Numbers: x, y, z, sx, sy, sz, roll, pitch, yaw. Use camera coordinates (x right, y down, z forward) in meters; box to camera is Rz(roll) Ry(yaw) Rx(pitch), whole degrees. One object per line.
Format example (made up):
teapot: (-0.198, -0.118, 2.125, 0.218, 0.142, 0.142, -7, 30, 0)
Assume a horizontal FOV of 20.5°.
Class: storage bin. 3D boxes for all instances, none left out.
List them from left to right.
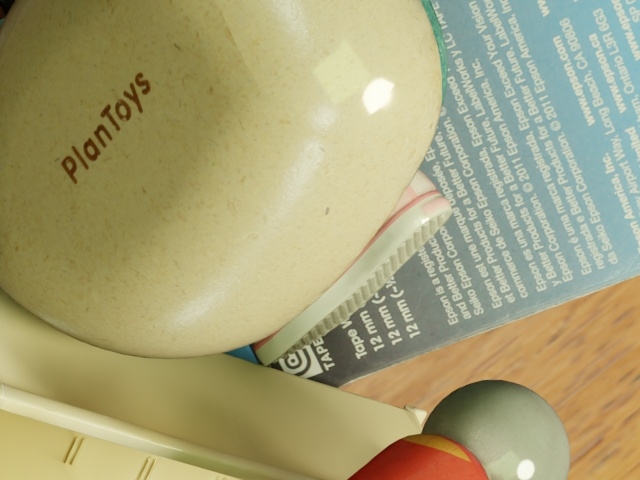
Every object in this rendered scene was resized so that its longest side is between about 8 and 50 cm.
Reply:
storage bin: (-0.098, 0.179, 0.877, 0.262, 0.123, 0.260, 19, 113, -22)

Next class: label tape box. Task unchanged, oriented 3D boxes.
label tape box: (0.029, -0.072, 0.912, 0.347, 0.115, 0.249, -21, 107, 15)

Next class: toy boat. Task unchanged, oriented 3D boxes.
toy boat: (-0.014, 0.000, 0.764, 0.148, 0.267, 0.318, -24, 80, -49)

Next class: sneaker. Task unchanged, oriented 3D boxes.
sneaker: (0.000, 0.000, 0.860, 0.070, 0.134, 0.051, 51, 34, 11)

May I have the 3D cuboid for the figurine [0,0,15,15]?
figurine: (-0.215, -0.137, 0.807, 0.215, 0.092, 0.209, -30, 123, 18)
